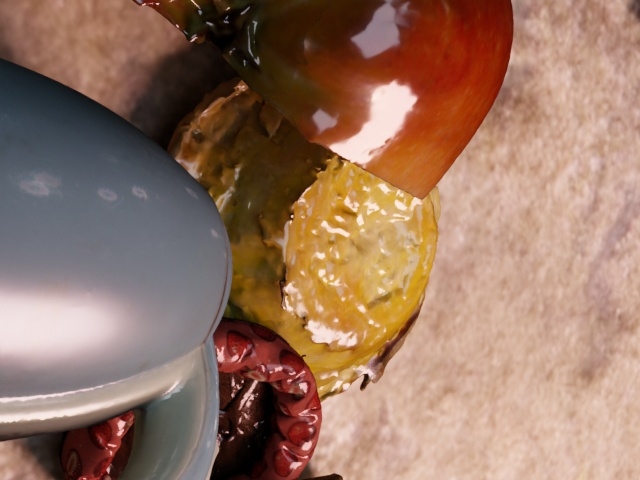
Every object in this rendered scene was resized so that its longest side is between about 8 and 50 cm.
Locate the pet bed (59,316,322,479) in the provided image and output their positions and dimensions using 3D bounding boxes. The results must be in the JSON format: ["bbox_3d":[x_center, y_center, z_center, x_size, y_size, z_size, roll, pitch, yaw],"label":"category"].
[{"bbox_3d":[-0.092,0.141,1.222,0.201,0.053,0.201,-12,126,-18],"label":"pet bed"}]

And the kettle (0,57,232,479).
[{"bbox_3d":[-0.196,0.042,1.027,0.342,0.247,0.319,12,59,-45],"label":"kettle"}]

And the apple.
[{"bbox_3d":[-0.042,-0.162,1.046,0.329,0.365,0.295,-5,100,-5],"label":"apple"}]

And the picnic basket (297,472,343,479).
[{"bbox_3d":[-0.012,0.249,1.285,0.193,0.055,0.110,-43,134,-82],"label":"picnic basket"}]

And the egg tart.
[{"bbox_3d":[0.000,0.000,1.285,0.295,0.116,0.294,-6,99,-40],"label":"egg tart"}]
